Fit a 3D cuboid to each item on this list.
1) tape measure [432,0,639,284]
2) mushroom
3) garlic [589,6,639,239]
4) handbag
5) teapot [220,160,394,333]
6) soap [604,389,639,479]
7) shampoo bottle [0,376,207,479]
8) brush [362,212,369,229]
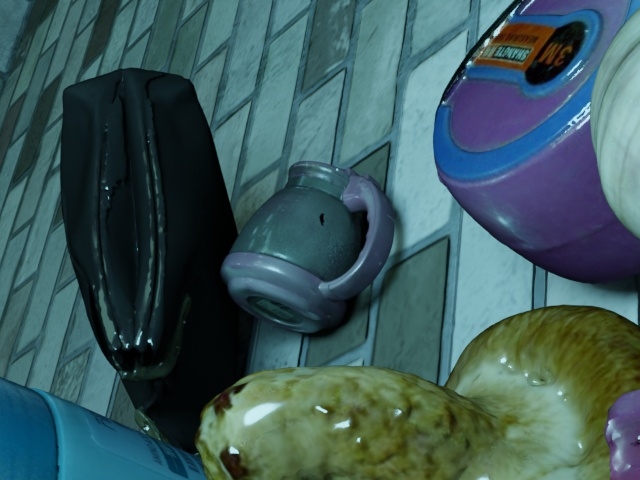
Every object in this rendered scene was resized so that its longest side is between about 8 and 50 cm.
[{"bbox_3d":[0.192,-0.095,0.829,0.245,0.149,0.231,-54,23,-1],"label":"tape measure"},{"bbox_3d":[0.094,0.159,0.707,0.267,0.255,0.267,-6,80,41],"label":"mushroom"},{"bbox_3d":[0.243,-0.003,0.615,0.245,0.245,0.253,-108,19,-56],"label":"garlic"},{"bbox_3d":[-0.147,0.054,1.162,0.152,0.342,0.288,-11,49,2],"label":"handbag"},{"bbox_3d":[-0.009,-0.004,1.119,0.146,0.116,0.148,-67,10,-21],"label":"teapot"},{"bbox_3d":[0.252,0.113,0.500,0.250,0.162,0.099,-24,39,49],"label":"soap"},{"bbox_3d":[-0.155,0.292,0.841,0.331,0.343,0.331,-41,33,35],"label":"shampoo bottle"},{"bbox_3d":[0.047,-0.013,1.150,0.024,0.008,0.083,-45,31,32],"label":"brush"}]
